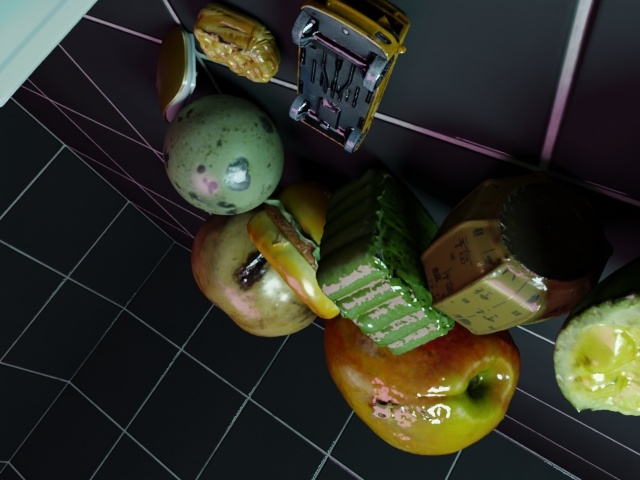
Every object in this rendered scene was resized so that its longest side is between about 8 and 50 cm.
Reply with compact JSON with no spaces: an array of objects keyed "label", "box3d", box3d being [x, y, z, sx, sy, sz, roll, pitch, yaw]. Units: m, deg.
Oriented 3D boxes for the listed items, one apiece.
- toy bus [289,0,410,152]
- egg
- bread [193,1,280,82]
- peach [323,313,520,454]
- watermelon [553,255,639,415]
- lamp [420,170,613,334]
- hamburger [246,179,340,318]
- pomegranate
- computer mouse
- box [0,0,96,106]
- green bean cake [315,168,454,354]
[{"label":"toy bus","box3d":[0.027,-0.162,0.464,0.083,0.088,0.194,32,167,3]},{"label":"egg","box3d":[-0.151,-0.134,0.755,0.177,0.177,0.228,44,179,-33]},{"label":"bread","box3d":[-0.098,-0.231,0.586,0.110,0.044,0.083,29,166,8]},{"label":"peach","box3d":[0.169,0.208,0.902,0.372,0.372,0.290,13,117,53]},{"label":"watermelon","box3d":[0.366,0.088,0.361,0.330,0.189,0.331,29,151,18]},{"label":"lamp","box3d":[0.201,0.019,0.535,0.161,0.161,0.185,33,159,3]},{"label":"hamburger","box3d":[0.001,0.001,0.834,0.246,0.170,0.246,50,179,1]},{"label":"pomegranate","box3d":[-0.121,0.056,1.078,0.322,0.322,0.322,31,165,9]},{"label":"computer mouse","box3d":[-0.221,-0.241,0.738,0.044,0.102,0.199,-2,180,-23]},{"label":"box","box3d":[-0.254,-0.252,0.414,0.079,0.269,0.135,18,160,47]},{"label":"green bean cake","box3d":[0.092,0.025,0.672,0.113,0.214,0.200,-27,127,31]}]
